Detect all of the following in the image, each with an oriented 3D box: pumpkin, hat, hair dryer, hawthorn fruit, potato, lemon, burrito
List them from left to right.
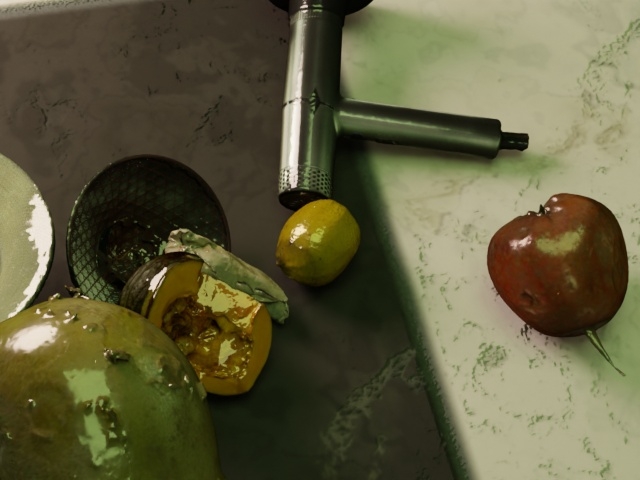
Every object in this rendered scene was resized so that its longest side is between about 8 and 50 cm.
[{"bbox_3d":[-0.393,0.033,1.898,0.257,0.130,0.257,3,56,-4],"label":"hat"},{"bbox_3d":[-0.200,0.222,1.721,0.219,0.270,0.359,-9,62,-43],"label":"potato"},{"bbox_3d":[-0.194,0.008,1.977,0.193,0.082,0.193,2,86,-32],"label":"hat"},{"bbox_3d":[-0.142,0.078,1.890,0.108,0.183,0.119,20,74,41],"label":"pumpkin"},{"bbox_3d":[-0.096,0.035,1.960,0.149,0.041,0.055,29,40,-22],"label":"burrito"},{"bbox_3d":[0.000,0.000,1.998,0.082,0.082,0.110,33,55,14],"label":"lemon"},{"bbox_3d":[0.069,-0.178,2.141,0.284,0.156,0.320,6,67,-27],"label":"hair dryer"},{"bbox_3d":[0.251,0.043,1.986,0.149,0.149,0.189,-4,97,-10],"label":"hawthorn fruit"}]
